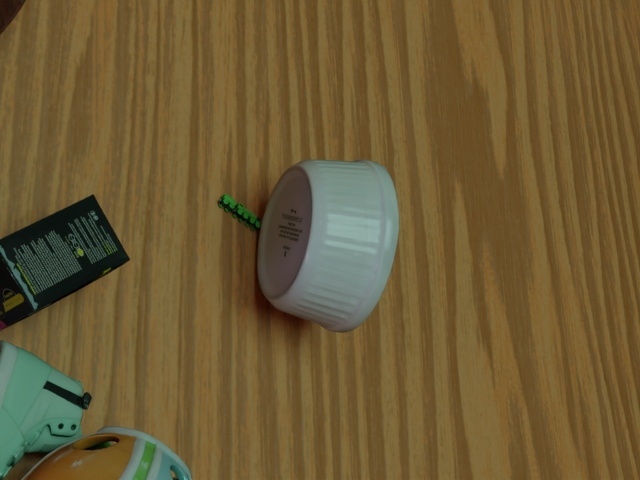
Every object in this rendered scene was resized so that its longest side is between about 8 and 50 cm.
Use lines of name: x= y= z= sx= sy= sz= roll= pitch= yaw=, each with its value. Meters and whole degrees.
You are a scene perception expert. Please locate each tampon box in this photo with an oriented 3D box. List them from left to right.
tampon box: x=-0.359 y=0.030 z=1.345 sx=0.161 sy=0.120 sz=0.101 roll=-32 pitch=95 yaw=-42

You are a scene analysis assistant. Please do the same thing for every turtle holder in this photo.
turtle holder: x=-0.232 y=0.373 z=1.241 sx=0.320 sy=0.243 sz=0.227 roll=38 pitch=52 yaw=-21

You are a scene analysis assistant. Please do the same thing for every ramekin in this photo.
ramekin: x=0.000 y=0.000 z=1.569 sx=0.127 sy=0.273 sz=0.272 roll=10 pitch=67 yaw=-23

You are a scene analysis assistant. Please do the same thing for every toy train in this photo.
toy train: x=-0.127 y=-0.045 z=1.636 sx=0.083 sy=0.017 sz=0.023 roll=36 pitch=43 yaw=-24

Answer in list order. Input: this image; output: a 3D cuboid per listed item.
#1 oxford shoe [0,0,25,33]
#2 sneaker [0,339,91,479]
oxford shoe: x=-0.537 y=-0.270 z=1.334 sx=0.147 sy=0.140 sz=0.397 roll=27 pitch=58 yaw=7
sneaker: x=-0.370 y=0.266 z=1.267 sx=0.151 sy=0.094 sz=0.255 roll=30 pitch=58 yaw=-32
